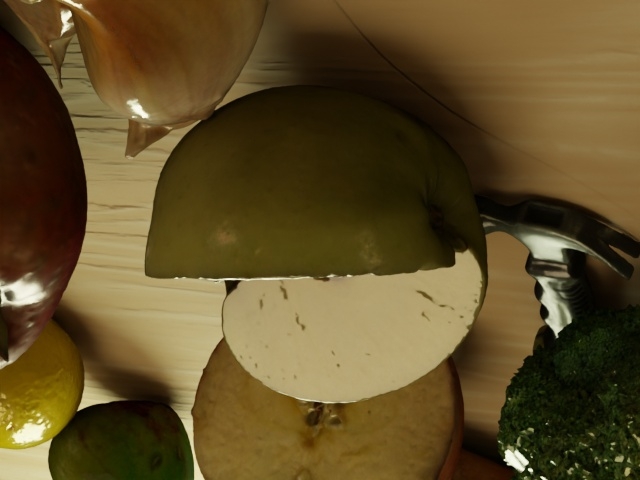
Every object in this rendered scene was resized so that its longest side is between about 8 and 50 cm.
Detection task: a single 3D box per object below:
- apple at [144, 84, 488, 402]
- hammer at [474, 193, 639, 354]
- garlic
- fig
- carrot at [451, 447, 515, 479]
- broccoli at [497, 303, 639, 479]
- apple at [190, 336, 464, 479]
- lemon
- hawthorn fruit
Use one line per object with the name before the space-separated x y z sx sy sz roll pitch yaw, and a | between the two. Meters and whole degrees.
apple | 0.003 -0.015 1.561 0.258 0.233 0.295 -14 147 25
hammer | 0.225 0.043 1.682 0.159 0.041 0.226 14 148 23
garlic | -0.185 -0.222 1.408 0.286 0.249 0.313 -3 165 17
fig | -0.248 0.287 2.295 0.191 0.181 0.181 47 158 22
carrot | 0.188 0.363 2.045 0.341 0.224 0.224 25 151 9
broccoli | 0.324 0.229 1.633 0.321 0.310 0.413 15 -172 -29
apple | 0.027 0.192 1.912 0.293 0.251 0.163 7 170 23
lemon | -0.381 0.172 2.221 0.178 0.178 0.203 14 150 20
hawthorn fruit | -0.398 -0.018 1.690 0.403 0.402 0.403 19 150 12
